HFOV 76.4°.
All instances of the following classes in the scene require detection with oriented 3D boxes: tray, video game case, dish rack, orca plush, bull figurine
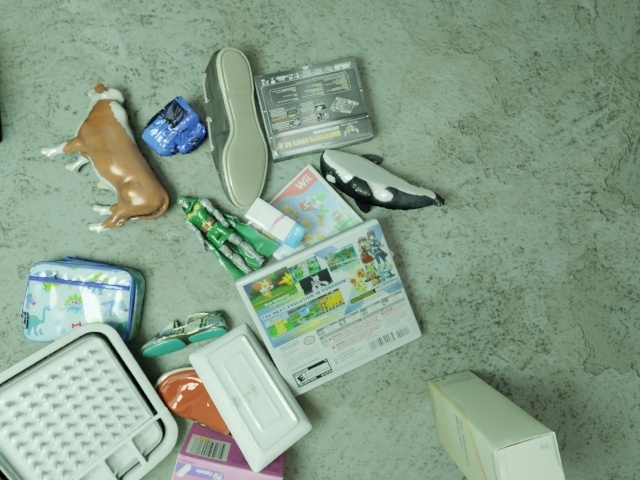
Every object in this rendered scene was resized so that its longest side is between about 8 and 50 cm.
[{"bbox_3d":[-0.145,0.312,0.844,0.145,0.030,0.270,-28,72,-28],"label":"tray"},{"bbox_3d":[0.027,0.150,0.894,0.328,0.036,0.300,-24,105,-3],"label":"video game case"},{"bbox_3d":[-0.465,0.349,0.772,0.285,0.072,0.333,-34,112,-32],"label":"dish rack"},{"bbox_3d":[0.126,-0.111,0.920,0.286,0.102,0.151,10,45,-14],"label":"orca plush"},{"bbox_3d":[0.000,0.000,0.923,0.204,0.025,0.285,-44,93,-3],"label":"video game case"},{"bbox_3d":[-0.446,-0.170,0.850,0.188,0.101,0.311,-30,89,2],"label":"bull figurine"}]

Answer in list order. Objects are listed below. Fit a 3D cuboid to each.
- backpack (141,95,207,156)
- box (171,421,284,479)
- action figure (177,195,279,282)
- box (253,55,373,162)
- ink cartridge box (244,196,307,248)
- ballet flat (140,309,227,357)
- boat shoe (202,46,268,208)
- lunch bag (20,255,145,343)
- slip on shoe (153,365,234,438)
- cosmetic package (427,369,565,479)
[{"bbox_3d":[-0.308,-0.229,0.860,0.120,0.098,0.101,-42,97,-4],"label":"backpack"},{"bbox_3d":[-0.210,0.546,0.855,0.213,0.117,0.243,16,96,-5],"label":"box"},{"bbox_3d":[-0.221,-0.015,0.887,0.232,0.063,0.137,42,101,1],"label":"action figure"},{"bbox_3d":[-0.015,-0.289,0.903,0.230,0.056,0.183,-14,92,-4],"label":"box"},{"bbox_3d":[-0.092,-0.036,0.858,0.122,0.088,0.052,32,88,-4],"label":"ink cartridge box"},{"bbox_3d":[-0.297,0.199,0.889,0.188,0.070,0.070,-15,92,-8],"label":"ballet flat"},{"bbox_3d":[-0.190,-0.236,0.884,0.112,0.095,0.336,-9,96,-40],"label":"boat shoe"},{"bbox_3d":[-0.495,0.129,0.855,0.218,0.090,0.176,9,87,-6],"label":"lunch bag"},{"bbox_3d":[-0.199,0.361,0.874,0.331,0.101,0.123,21,91,-3],"label":"slip on shoe"},{"bbox_3d":[0.332,0.395,0.811,0.113,0.309,0.161,-12,91,-4],"label":"cosmetic package"}]
